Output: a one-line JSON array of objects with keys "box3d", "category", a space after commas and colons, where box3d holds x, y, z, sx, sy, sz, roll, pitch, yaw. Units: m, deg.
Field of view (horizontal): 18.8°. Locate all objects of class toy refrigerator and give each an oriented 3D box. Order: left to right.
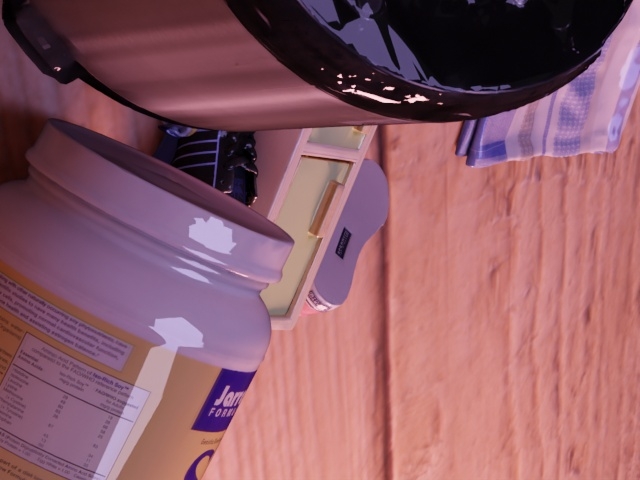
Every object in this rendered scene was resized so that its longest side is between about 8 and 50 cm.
[{"box3d": [-0.030, -0.060, 1.639, 0.102, 0.094, 0.269, 6, 110, -54], "category": "toy refrigerator"}]

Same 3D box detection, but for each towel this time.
[{"box3d": [0.255, -0.176, 1.983, 0.285, 0.034, 0.209, -8, 120, -50], "category": "towel"}]

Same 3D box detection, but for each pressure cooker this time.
[{"box3d": [-0.026, -0.246, 1.224, 0.370, 0.420, 0.375, 36, 74, -27], "category": "pressure cooker"}]

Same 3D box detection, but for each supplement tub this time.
[{"box3d": [-0.183, 0.102, 1.426, 0.241, 0.241, 0.331, 19, 100, -57], "category": "supplement tub"}]

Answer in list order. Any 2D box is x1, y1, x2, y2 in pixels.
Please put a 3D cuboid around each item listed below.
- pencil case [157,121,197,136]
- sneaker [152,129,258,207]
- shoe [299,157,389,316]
[{"box3d": [-0.020, -0.184, 1.476, 0.273, 0.124, 0.113, -29, 106, -17], "category": "pencil case"}, {"box3d": [-0.080, -0.077, 1.561, 0.081, 0.090, 0.232, 6, 111, -54], "category": "sneaker"}, {"box3d": [0.000, 0.000, 1.762, 0.063, 0.081, 0.178, 45, 46, -25], "category": "shoe"}]
